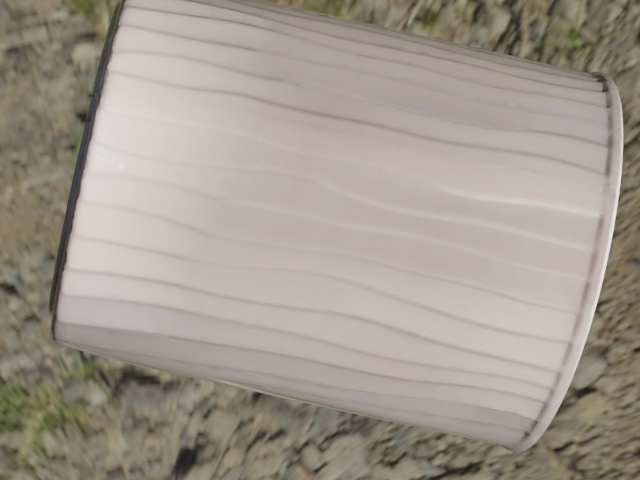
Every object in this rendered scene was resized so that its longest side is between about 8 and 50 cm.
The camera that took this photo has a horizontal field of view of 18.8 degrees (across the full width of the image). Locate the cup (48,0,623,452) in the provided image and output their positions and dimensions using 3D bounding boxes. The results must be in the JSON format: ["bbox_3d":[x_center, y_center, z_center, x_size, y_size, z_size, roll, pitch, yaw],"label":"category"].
[{"bbox_3d":[0.004,-0.018,1.052,0.273,0.288,0.208,12,97,-7],"label":"cup"}]
